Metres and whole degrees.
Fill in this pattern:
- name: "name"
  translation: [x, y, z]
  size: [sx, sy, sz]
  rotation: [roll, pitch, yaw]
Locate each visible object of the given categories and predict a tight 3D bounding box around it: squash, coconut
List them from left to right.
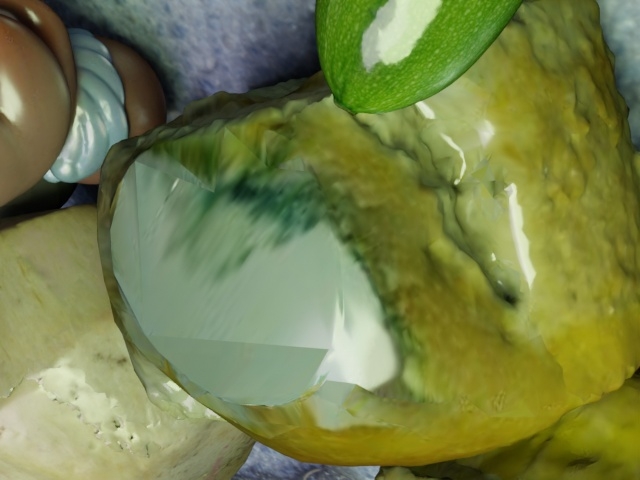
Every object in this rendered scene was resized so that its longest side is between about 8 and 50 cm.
- name: "coconut"
  translation: [-0.233, 0.109, 0.921]
  size: [0.353, 0.352, 0.352]
  rotation: [22, 141, 18]
- name: "squash"
  translation: [0.084, -0.236, 0.395]
  size: [0.107, 0.107, 0.395]
  rotation: [22, 112, 17]

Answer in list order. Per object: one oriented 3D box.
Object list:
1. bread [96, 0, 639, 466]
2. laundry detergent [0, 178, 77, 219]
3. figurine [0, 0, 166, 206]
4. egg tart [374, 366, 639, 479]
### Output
- name: "bread"
  translation: [-0.009, 0.002, 0.639]
  size: [0.395, 0.264, 0.239]
  rotation: [-8, 101, 44]
- name: "laundry detergent"
  translation: [-0.346, -0.136, 0.951]
  size: [0.181, 0.091, 0.253]
  rotation: [7, 135, 27]
- name: "figurine"
  translation: [-0.304, -0.181, 0.732]
  size: [0.277, 0.248, 0.388]
  rotation: [-14, 114, 8]
- name: "egg tart"
  translation: [0.230, 0.173, 0.706]
  size: [0.388, 0.169, 0.388]
  rotation: [11, 175, 1]
